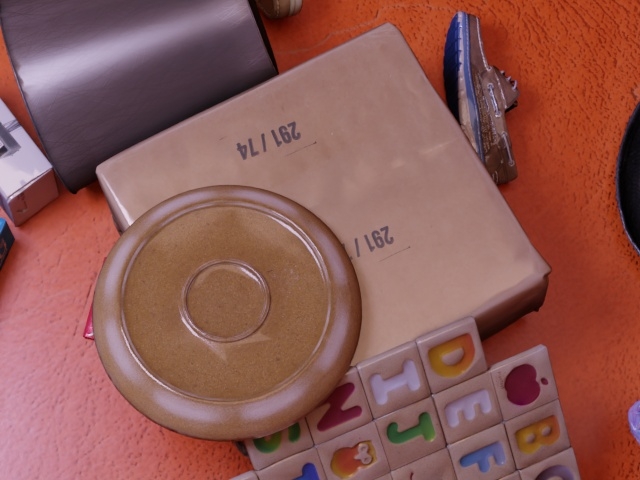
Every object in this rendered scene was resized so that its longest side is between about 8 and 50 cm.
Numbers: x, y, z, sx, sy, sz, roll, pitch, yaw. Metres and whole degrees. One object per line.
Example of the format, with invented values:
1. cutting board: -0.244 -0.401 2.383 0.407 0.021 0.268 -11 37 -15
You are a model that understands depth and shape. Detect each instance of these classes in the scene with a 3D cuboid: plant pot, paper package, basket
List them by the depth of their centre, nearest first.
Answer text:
1. plant pot: -0.081 0.055 1.446 0.236 0.032 0.236 1 68 -1
2. paper package: 0.000 0.000 1.577 0.325 0.168 0.309 -29 77 -8
3. basket: -0.166 -0.177 1.600 0.227 0.154 0.204 -19 91 4

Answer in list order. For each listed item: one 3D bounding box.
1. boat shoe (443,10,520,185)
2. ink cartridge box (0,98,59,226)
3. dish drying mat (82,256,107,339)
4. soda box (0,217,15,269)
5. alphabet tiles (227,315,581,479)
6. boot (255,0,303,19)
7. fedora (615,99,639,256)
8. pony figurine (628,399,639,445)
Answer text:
1. boat shoe: 0.165 -0.142 1.691 0.066 0.066 0.183 -3 85 -10
2. ink cartridge box: -0.316 -0.091 1.619 0.056 0.099 0.135 -36 81 -14
3. dish drying mat: -0.206 0.059 1.633 0.032 0.008 0.083 13 74 1
4. soda box: -0.364 0.071 1.585 0.067 0.071 0.210 20 74 2
5. alphabet tiles: 0.070 0.230 1.511 0.342 0.011 0.285 -22 117 -10
6. boot: -0.153 -0.306 1.670 0.203 0.095 0.262 -29 88 -21
7. fedora: 0.460 -0.081 1.645 0.334 0.152 0.334 1 75 -4
8. pony figurine: 0.371 0.300 1.473 0.351 0.303 0.363 -7 90 -39
